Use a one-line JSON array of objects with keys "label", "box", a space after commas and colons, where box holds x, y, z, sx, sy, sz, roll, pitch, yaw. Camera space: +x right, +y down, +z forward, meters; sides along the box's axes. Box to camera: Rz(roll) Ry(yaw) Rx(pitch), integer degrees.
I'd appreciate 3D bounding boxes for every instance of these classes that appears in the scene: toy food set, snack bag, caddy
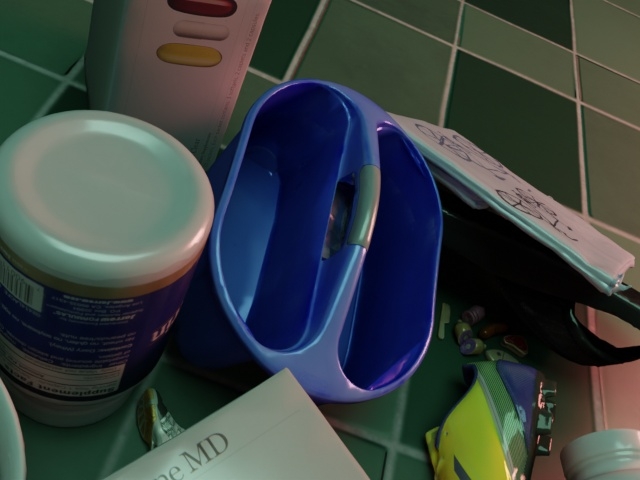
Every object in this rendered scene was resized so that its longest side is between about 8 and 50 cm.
[{"label": "toy food set", "box": [0.202, 0.114, 0.872, 0.122, 0.019, 0.077, 23, 45, -5]}, {"label": "snack bag", "box": [0.240, -0.051, 0.912, 0.343, 0.037, 0.323, 39, 18, 19]}, {"label": "caddy", "box": [0.000, 0.000, 0.713, 0.241, 0.179, 0.341, 26, 54, -22]}]

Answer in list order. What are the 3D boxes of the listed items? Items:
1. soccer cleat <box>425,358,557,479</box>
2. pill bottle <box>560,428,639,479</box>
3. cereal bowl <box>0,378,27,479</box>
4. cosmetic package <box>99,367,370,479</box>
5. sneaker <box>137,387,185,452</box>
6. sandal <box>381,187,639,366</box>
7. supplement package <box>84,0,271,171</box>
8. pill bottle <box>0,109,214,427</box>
[{"label": "soccer cleat", "box": [0.152, 0.239, 0.712, 0.121, 0.093, 0.289, 8, 45, 23]}, {"label": "pill bottle", "box": [0.296, 0.311, 0.654, 0.146, 0.146, 0.264, 11, 48, -17]}, {"label": "cereal bowl", "box": [-0.367, 0.186, 0.454, 0.339, 0.141, 0.338, 13, 48, -15]}, {"label": "cosmetic package", "box": [-0.012, 0.309, 0.486, 0.217, 0.156, 0.385, -28, 73, -37]}, {"label": "sneaker", "box": [-0.140, 0.173, 0.656, 0.037, 0.032, 0.083, 4, 54, -40]}, {"label": "sandal", "box": [0.267, 0.059, 0.886, 0.446, 0.107, 0.167, 27, 16, 6]}, {"label": "supplement package", "box": [-0.178, -0.241, 0.832, 0.145, 0.261, 0.204, 1, 51, -24]}, {"label": "pill bottle", "box": [-0.188, 0.038, 0.582, 0.153, 0.264, 0.153, 13, 48, -16]}]
